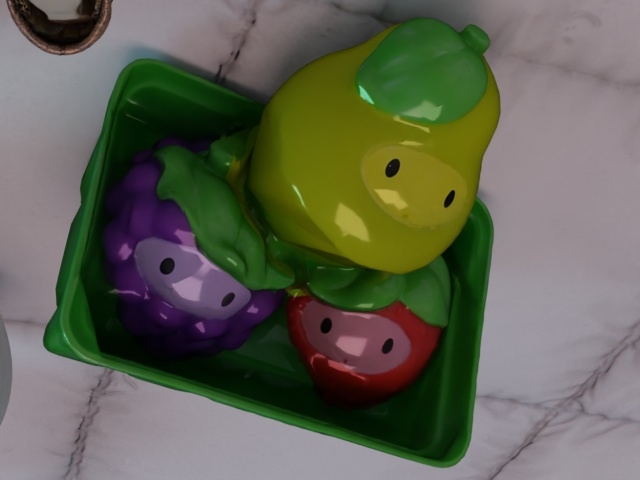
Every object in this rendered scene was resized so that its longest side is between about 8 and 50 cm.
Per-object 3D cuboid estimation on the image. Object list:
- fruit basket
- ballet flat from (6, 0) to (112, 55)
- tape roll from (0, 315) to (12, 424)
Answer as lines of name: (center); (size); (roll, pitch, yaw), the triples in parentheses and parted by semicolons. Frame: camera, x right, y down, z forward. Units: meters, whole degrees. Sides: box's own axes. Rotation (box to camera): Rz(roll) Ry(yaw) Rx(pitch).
fruit basket: (0.000, 0.000, 0.995); (0.392, 0.283, 0.392); (8, 159, 3)
ballet flat: (-0.168, -0.236, 0.775); (0.108, 0.106, 0.316); (-2, 143, 1)
tape roll: (-0.420, 0.116, 1.129); (0.169, 0.246, 0.246); (-28, 136, 31)
